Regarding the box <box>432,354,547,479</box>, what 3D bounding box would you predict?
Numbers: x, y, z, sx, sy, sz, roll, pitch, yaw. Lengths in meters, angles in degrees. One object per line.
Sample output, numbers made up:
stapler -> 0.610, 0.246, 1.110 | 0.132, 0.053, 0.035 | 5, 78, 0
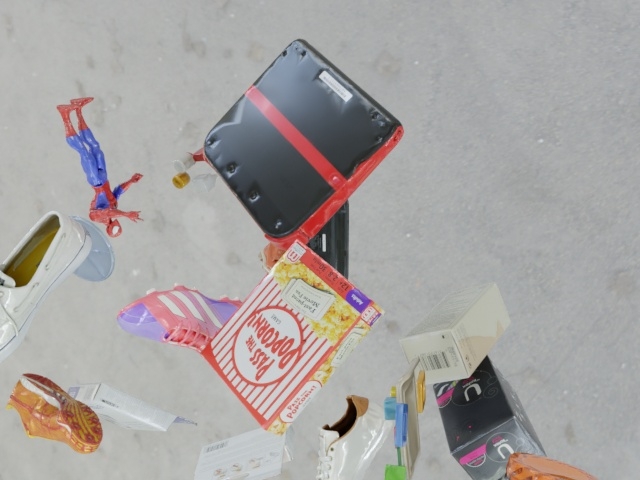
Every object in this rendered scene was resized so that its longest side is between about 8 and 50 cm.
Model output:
box -> 0.378, 0.411, 1.521 | 0.165, 0.270, 0.143 | -36, 106, 12

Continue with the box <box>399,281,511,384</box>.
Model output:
box -> 0.333, 0.218, 1.604 | 0.148, 0.311, 0.121 | -20, 95, 38

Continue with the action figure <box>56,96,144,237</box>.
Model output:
action figure -> -0.408, -0.135, 1.300 | 0.139, 0.091, 0.281 | -1, 115, 13

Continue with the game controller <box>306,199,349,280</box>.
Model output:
game controller -> 0.000, 0.000, 1.949 | 0.166, 0.067, 0.319 | 8, 113, 19

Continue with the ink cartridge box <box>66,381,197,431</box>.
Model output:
ink cartridge box -> -0.400, 0.360, 1.384 | 0.224, 0.045, 0.223 | 31, 152, -25

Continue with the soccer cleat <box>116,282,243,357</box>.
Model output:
soccer cleat -> -0.168, 0.119, 0.898 | 0.083, 0.248, 0.095 | -33, 69, 18

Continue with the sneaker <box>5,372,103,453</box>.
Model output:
sneaker -> -0.341, 0.234, 0.856 | 0.175, 0.064, 0.068 | 21, 86, 38

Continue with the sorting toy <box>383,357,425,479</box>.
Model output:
sorting toy -> 0.140, 0.310, 1.133 | 0.047, 0.347, 0.196 | 0, 90, 15

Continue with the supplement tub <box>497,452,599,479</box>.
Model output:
supplement tub -> 0.382, 0.571, 1.181 | 0.207, 0.207, 0.338 | 12, 88, 34

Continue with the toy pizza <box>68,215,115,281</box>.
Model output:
toy pizza -> -0.640, 0.021, 1.808 | 0.201, 0.032, 0.201 | 10, 119, 19

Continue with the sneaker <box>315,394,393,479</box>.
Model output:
sneaker -> 0.022, 0.435, 1.294 | 0.123, 0.290, 0.106 | 35, 164, -17

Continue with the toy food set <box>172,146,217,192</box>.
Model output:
toy food set -> -0.293, -0.204, 1.786 | 0.232, 0.104, 0.111 | -4, 120, 33

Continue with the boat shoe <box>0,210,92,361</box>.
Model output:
boat shoe -> -0.612, 0.091, 1.295 | 0.135, 0.367, 0.156 | 34, 166, 23

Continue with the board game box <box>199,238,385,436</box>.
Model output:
board game box -> -0.037, 0.114, 0.813 | 0.193, 0.045, 0.146 | -50, 52, -2

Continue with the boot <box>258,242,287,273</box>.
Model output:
boot -> -0.094, 0.042, 1.554 | 0.085, 0.059, 0.158 | -47, 33, 10

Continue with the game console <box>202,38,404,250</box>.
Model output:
game console -> -0.055, -0.201, 1.358 | 0.342, 0.060, 0.386 | -45, 55, 6

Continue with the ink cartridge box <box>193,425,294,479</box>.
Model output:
ink cartridge box -> -0.210, 0.616, 1.812 | 0.275, 0.239, 0.060 | -20, 109, 8
